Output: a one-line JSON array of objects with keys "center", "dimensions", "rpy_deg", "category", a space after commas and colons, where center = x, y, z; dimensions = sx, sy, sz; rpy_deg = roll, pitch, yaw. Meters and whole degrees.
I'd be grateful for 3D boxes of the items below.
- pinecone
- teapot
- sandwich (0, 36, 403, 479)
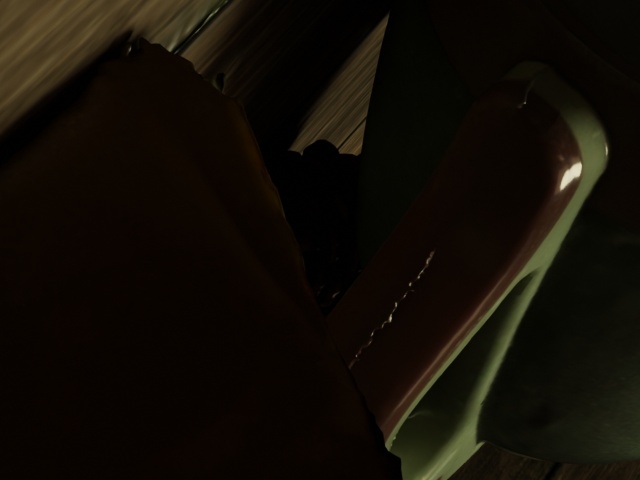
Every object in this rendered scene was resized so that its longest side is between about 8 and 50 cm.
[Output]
[{"center": [0.000, 0.004, 0.829], "dimensions": [0.102, 0.102, 0.109], "rpy_deg": [-54, 172, 33], "category": "pinecone"}, {"center": [0.098, -0.003, 0.673], "dimensions": [0.315, 0.233, 0.312], "rpy_deg": [-36, 159, -35], "category": "teapot"}, {"center": [-0.098, 0.084, 0.404], "dimensions": [0.198, 0.227, 0.155], "rpy_deg": [-8, 155, -28], "category": "sandwich"}]
